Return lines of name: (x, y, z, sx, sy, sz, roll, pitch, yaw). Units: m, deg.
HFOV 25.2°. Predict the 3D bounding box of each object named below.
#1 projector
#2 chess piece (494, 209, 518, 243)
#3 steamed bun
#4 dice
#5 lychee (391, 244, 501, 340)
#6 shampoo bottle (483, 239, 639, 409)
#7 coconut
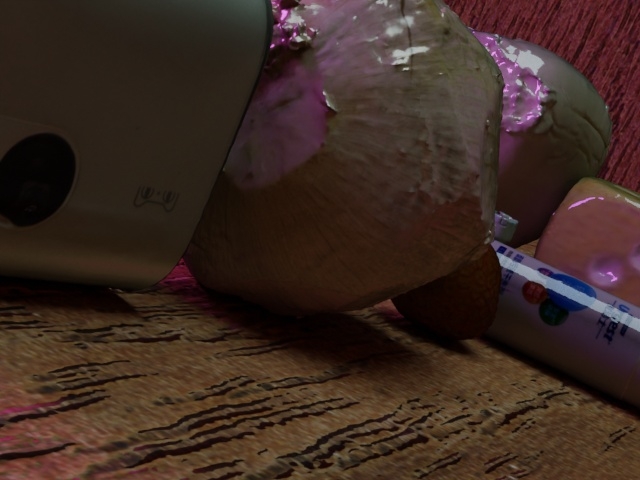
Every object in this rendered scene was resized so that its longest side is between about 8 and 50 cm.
projector: (-0.218, -0.119, 0.933, 0.248, 0.248, 0.249, 30, 12, 35)
chess piece: (0.169, 0.018, 1.515, 0.067, 0.103, 0.067, 22, 10, -4)
steamed bun: (0.192, -0.103, 1.804, 0.334, 0.233, 0.312, 1, -22, 45)
dice: (0.357, 0.028, 1.707, 0.169, 0.166, 0.169, 27, 10, 22)
lychee: (0.115, 0.027, 1.312, 0.101, 0.114, 0.140, 62, 5, -46)
shampoo bottle: (0.255, 0.090, 1.370, 0.303, 0.092, 0.092, 26, 10, 15)
coconut: (0.000, -0.080, 1.133, 0.297, 0.297, 0.254, 26, 8, 13)
